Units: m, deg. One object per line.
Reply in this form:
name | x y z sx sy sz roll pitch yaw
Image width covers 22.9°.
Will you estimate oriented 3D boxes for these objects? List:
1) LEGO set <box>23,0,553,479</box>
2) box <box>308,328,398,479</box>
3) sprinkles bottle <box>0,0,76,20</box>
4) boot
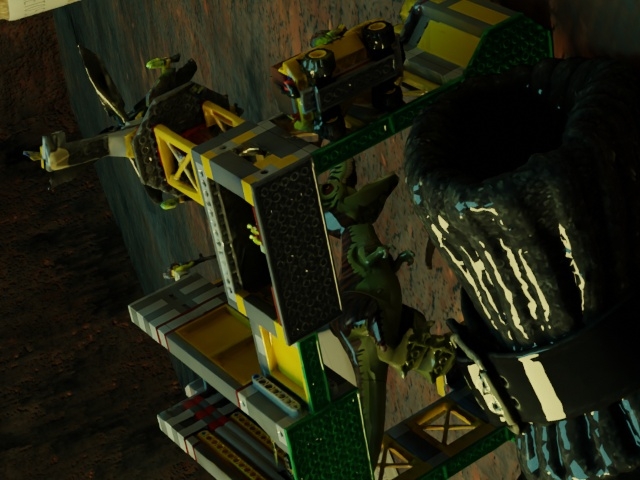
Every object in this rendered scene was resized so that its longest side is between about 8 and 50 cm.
LEGO set | 0.000 0.000 0.894 0.192 0.255 0.331 32 150 46
box | -0.015 0.202 1.583 0.181 0.119 0.182 116 133 -73
sprinkles bottle | -0.065 -0.173 0.664 0.121 0.355 0.121 161 90 -79
boot | 0.141 0.075 0.663 0.348 0.131 0.260 -134 28 -65
